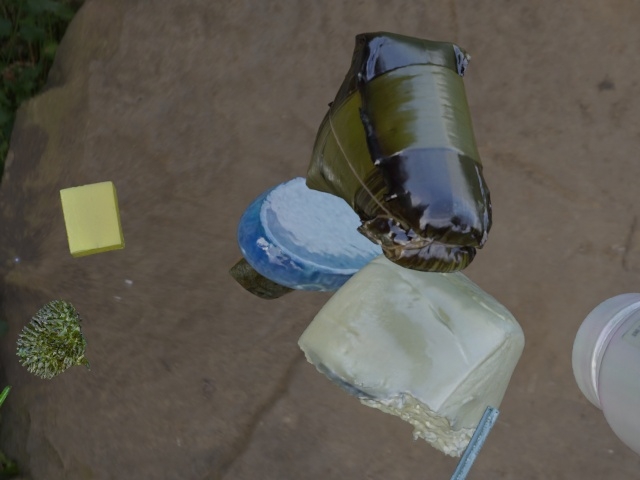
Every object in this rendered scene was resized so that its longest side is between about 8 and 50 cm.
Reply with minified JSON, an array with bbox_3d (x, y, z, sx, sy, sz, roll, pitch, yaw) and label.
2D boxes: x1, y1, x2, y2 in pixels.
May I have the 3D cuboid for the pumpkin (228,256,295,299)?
[{"bbox_3d":[-0.077,0.031,1.901,0.126,0.248,0.131,42,119,-6],"label":"pumpkin"}]

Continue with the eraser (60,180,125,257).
[{"bbox_3d":[-0.415,-0.038,1.767,0.097,0.045,0.122,-10,79,-6],"label":"eraser"}]

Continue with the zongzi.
[{"bbox_3d":[0.066,-0.047,1.141,0.154,0.317,0.289,11,53,-20],"label":"zongzi"}]

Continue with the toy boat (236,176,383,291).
[{"bbox_3d":[0.000,0.000,1.676,0.330,0.123,0.215,-9,65,-39],"label":"toy boat"}]

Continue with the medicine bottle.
[{"bbox_3d":[0.357,0.141,0.895,0.170,0.293,0.170,-1,97,-11],"label":"medicine bottle"}]

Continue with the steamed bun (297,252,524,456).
[{"bbox_3d":[0.128,0.160,1.396,0.290,0.272,0.273,30,98,19],"label":"steamed bun"}]

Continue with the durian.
[{"bbox_3d":[-0.489,0.181,1.737,0.095,0.221,0.137,-18,95,-41],"label":"durian"}]

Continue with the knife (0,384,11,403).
[{"bbox_3d":[-0.462,0.252,1.264,0.166,0.078,0.022,-43,100,-12],"label":"knife"}]

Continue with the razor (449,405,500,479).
[{"bbox_3d":[0.182,0.304,1.260,0.084,0.036,0.211,28,58,13],"label":"razor"}]
